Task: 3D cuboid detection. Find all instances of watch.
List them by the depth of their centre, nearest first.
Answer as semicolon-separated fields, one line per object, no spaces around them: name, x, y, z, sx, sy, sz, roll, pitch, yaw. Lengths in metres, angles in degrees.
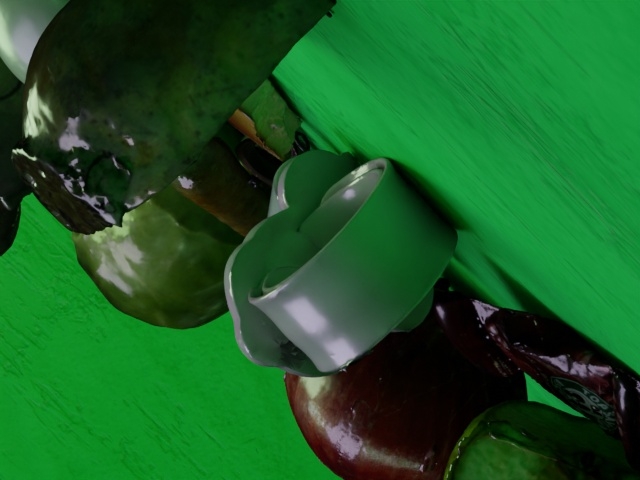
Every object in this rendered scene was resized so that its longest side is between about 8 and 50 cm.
watch;0.043;0.020;1.747;0.211;0.248;0.217;47;148;-11

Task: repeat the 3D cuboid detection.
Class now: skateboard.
skateboard;-0.023;-0.075;2.028;0.151;0.080;0.067;32;-146;-17

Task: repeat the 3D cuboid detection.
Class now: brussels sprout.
brussels sprout;-0.202;-0.059;2.410;0.354;0.281;0.289;61;-161;-10

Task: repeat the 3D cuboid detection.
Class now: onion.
onion;0.094;0.164;1.996;0.276;0.276;0.276;44;175;5

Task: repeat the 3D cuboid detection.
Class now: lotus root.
lotus root;-0.145;-0.137;1.443;0.149;0.260;0.267;46;174;-10

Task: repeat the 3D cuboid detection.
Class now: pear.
pear;0.228;0.255;1.779;0.238;0.164;0.255;23;-169;1

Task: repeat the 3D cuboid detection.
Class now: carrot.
carrot;-0.077;-0.025;2.108;0.078;0.078;0.298;39;175;44

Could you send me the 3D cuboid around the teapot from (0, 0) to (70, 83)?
teapot;-0.266;-0.274;1.774;0.220;0.149;0.318;-24;104;37

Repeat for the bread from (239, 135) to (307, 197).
bread;-0.047;-0.083;2.140;0.130;0.071;0.139;42;176;-24

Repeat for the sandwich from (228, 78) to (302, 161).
sandwich;-0.084;-0.151;1.953;0.162;0.058;0.193;43;175;11

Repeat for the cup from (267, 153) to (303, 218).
cup;0.005;-0.007;1.947;0.136;0.099;0.133;34;142;19

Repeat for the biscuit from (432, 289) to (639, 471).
biscuit;0.223;0.124;1.705;0.235;0.063;0.151;31;168;37

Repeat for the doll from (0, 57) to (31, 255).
doll;-0.384;-0.199;2.120;0.382;0.252;0.378;59;-151;-7
